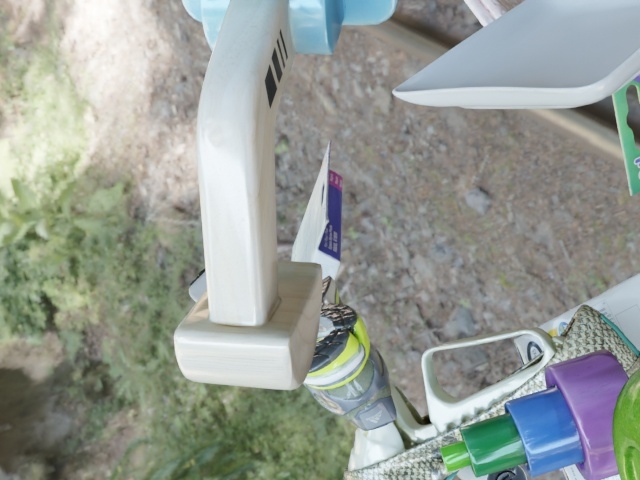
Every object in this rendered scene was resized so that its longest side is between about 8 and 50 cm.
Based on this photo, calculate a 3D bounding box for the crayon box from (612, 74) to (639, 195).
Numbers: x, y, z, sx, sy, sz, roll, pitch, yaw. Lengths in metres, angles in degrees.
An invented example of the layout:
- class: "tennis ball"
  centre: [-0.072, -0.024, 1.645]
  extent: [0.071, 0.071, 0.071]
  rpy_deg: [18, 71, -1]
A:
- class: "crayon box"
  centre: [0.515, -0.195, 0.986]
  extent: [0.203, 0.322, 0.083]
  rpy_deg: [68, 170, -26]

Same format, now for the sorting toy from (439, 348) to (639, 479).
- class: "sorting toy"
  centre: [0.105, 0.126, 0.297]
  extent: [0.365, 0.126, 0.127]
  rpy_deg: [-88, -20, -83]

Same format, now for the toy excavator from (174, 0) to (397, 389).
- class: "toy excavator"
  centre: [-0.044, -0.182, 0.579]
  extent: [0.433, 0.222, 0.445]
  rpy_deg: [84, -166, -44]

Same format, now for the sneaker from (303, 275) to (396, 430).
- class: "sneaker"
  centre: [0.008, 0.129, 0.928]
  extent: [0.121, 0.111, 0.300]
  rpy_deg: [58, 180, -13]

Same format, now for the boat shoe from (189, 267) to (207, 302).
- class: "boat shoe"
  centre: [-0.072, 0.138, 1.229]
  extent: [0.158, 0.127, 0.340]
  rpy_deg: [47, 176, -32]

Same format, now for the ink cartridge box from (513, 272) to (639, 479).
- class: "ink cartridge box"
  centre: [0.439, 0.197, 1.084]
  extent: [0.395, 0.151, 0.270]
  rpy_deg: [-37, 58, 36]

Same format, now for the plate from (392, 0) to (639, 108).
- class: "plate"
  centre: [0.255, -0.202, 0.834]
  extent: [0.277, 0.278, 0.045]
  rpy_deg: [13, 135, 57]

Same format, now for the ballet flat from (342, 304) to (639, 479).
- class: "ballet flat"
  centre: [0.168, 0.224, 1.036]
  extent: [0.482, 0.164, 0.182]
  rpy_deg: [-35, 87, 26]

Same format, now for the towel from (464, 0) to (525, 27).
- class: "towel"
  centre: [0.362, -0.417, 1.521]
  extent: [0.053, 0.331, 0.317]
  rpy_deg: [-41, 67, 28]

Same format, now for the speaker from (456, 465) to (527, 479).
- class: "speaker"
  centre: [0.220, 0.305, 1.076]
  extent: [0.136, 0.055, 0.055]
  rpy_deg: [151, 101, -80]

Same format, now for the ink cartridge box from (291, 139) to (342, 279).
- class: "ink cartridge box"
  centre: [0.000, 0.000, 1.802]
  extent: [0.324, 0.071, 0.330]
  rpy_deg: [-87, 15, -53]
